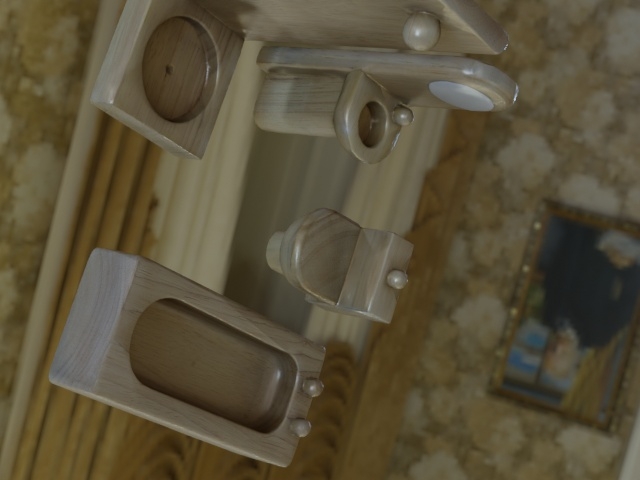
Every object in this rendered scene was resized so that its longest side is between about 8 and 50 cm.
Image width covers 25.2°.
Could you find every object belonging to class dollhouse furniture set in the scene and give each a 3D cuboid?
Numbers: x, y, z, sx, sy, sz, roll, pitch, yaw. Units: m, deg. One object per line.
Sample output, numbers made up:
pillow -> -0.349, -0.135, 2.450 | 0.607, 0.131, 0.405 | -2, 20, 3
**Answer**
dollhouse furniture set -> 0.000, 0.000, 0.499 | 0.123, 0.151, 0.144 | 9, 166, 39
